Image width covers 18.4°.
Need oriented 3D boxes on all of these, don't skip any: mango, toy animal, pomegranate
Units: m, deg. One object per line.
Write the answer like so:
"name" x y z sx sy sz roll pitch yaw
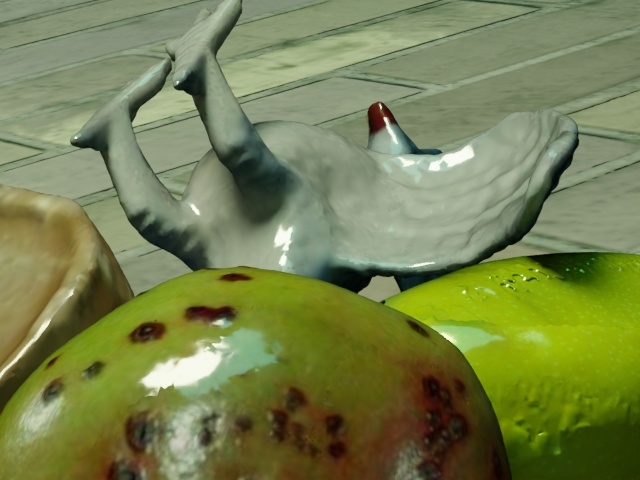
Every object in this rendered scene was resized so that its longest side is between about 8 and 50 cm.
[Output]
"mango" 0.076 0.047 0.594 0.165 0.074 0.091 -2 24 -36
"toy animal" 0.000 0.000 0.681 0.239 0.176 0.255 -31 24 31
"pomegranate" -0.019 0.079 0.472 0.129 0.129 0.159 -9 -27 -7

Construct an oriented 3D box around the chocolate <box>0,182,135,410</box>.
"chocolate" -0.141 0.058 0.594 0.161 0.083 0.261 -47 29 -18
